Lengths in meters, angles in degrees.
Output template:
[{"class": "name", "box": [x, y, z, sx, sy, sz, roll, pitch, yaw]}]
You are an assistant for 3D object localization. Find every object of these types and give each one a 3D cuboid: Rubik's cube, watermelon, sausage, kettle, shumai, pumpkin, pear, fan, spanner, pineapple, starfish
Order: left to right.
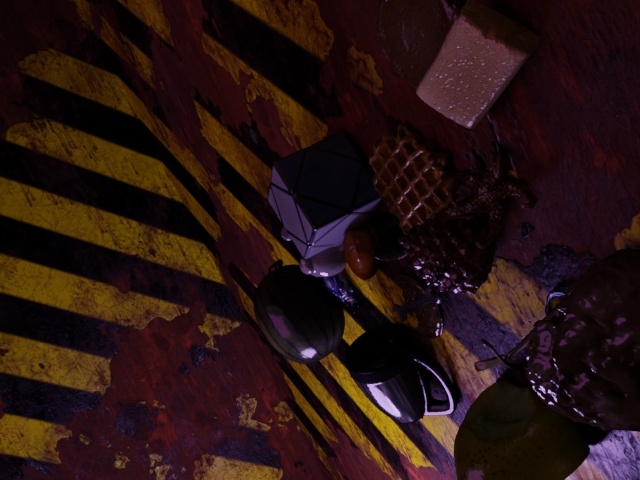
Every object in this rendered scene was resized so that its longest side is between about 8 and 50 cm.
[{"class": "fan", "box": [-0.228, -0.352, 1.950, 0.083, 0.004, 0.056, 43, 151, 37]}, {"class": "watermelon", "box": [-0.076, 0.230, 1.952, 0.359, 0.279, 0.279, 54, 156, 9]}, {"class": "Rubik's cube", "box": [0.007, -0.108, 1.470, 0.205, 0.205, 0.207, 58, 159, 16]}, {"class": "sausage", "box": [0.107, 0.036, 1.536, 0.098, 0.098, 0.238, 52, 177, 21]}, {"class": "pumpkin", "box": [0.168, -0.013, 1.383, 0.119, 0.108, 0.183, 60, -171, 3]}, {"class": "kettle", "box": [0.232, 0.393, 1.661, 0.207, 0.251, 0.271, -97, -18, -67]}, {"class": "spanner", "box": [0.243, 0.163, 1.501, 0.054, 0.015, 0.254, 59, 157, 8]}, {"class": "pineapple", "box": [0.244, 0.022, 1.169, 0.193, 0.166, 0.166, 16, 136, 25]}, {"class": "starfish", "box": [0.291, -0.066, 1.064, 0.190, 0.074, 0.146, -34, 79, 42]}, {"class": "pear", "box": [0.389, 0.439, 1.280, 0.159, 0.292, 0.292, 55, 158, -9]}, {"class": "shumai", "box": [0.473, 0.200, 0.863, 0.283, 0.217, 0.346, 45, 147, 33]}]

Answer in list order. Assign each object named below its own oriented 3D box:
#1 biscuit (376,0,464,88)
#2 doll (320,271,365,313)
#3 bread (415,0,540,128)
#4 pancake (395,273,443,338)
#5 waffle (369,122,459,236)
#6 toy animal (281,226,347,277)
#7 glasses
[{"class": "biscuit", "box": [0.181, -0.368, 1.044, 0.226, 0.042, 0.226, 44, 152, 31]}, {"class": "doll", "box": [0.058, 0.140, 1.844, 0.195, 0.070, 0.096, 48, 132, 11]}, {"class": "bread", "box": [0.241, -0.275, 0.939, 0.125, 0.068, 0.188, 35, 149, 5]}, {"class": "pancake", "box": [0.252, 0.171, 1.537, 0.190, 0.020, 0.184, 55, 157, 15]}, {"class": "waffle", "box": [0.193, -0.141, 1.245, 0.229, 0.057, 0.219, 59, 152, 14]}, {"class": "toy animal", "box": [-0.002, 0.008, 1.675, 0.127, 0.178, 0.193, 34, 147, 43]}, {"class": "glasses", "box": [0.386, 0.186, 1.120, 0.239, 0.207, 0.102, 97, 173, -48]}]
